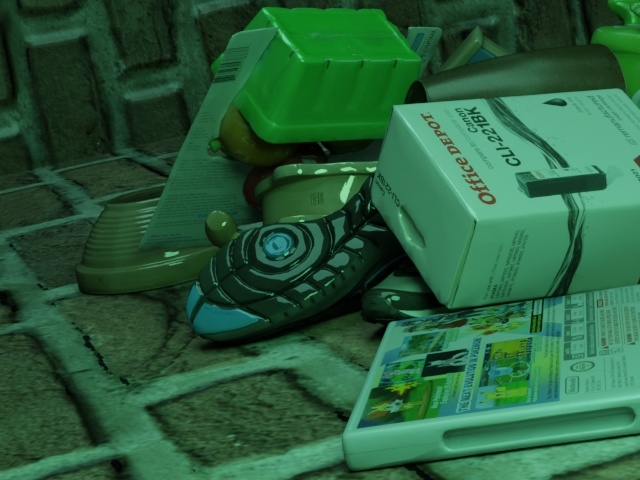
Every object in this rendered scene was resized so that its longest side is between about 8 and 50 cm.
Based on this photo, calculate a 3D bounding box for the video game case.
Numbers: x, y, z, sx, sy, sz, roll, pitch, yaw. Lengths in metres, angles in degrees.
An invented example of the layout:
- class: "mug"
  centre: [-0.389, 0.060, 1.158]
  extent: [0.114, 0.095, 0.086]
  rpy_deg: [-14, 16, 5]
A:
- class: "video game case"
  centre: [0.187, 0.105, 1.368]
  extent: [0.300, 0.036, 0.329]
  rpy_deg: [-9, 11, 11]

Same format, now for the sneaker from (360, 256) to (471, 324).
- class: "sneaker"
  centre: [0.129, 0.020, 1.679]
  extent: [0.100, 0.108, 0.271]
  rpy_deg: [0, 17, 40]

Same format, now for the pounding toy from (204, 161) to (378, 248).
- class: "pounding toy"
  centre: [0.000, 0.000, 1.930]
  extent: [0.270, 0.154, 0.154]
  rpy_deg: [-3, -16, -3]

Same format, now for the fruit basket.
- class: "fruit basket"
  centre: [-0.042, -0.133, 2.046]
  extent: [0.327, 0.165, 0.353]
  rpy_deg: [-6, -37, -36]

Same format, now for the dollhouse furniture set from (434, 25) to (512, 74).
- class: "dollhouse furniture set"
  centre: [0.223, -0.098, 2.294]
  extent: [0.286, 0.198, 0.303]
  rpy_deg: [-49, 17, 33]

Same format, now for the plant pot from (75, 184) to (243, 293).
- class: "plant pot"
  centre: [-0.219, -0.011, 2.194]
  extent: [0.237, 0.109, 0.237]
  rpy_deg: [-10, 10, 2]

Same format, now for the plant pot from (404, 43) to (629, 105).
- class: "plant pot"
  centre: [0.223, -0.135, 1.966]
  extent: [0.230, 0.215, 0.215]
  rpy_deg: [1, 7, -15]

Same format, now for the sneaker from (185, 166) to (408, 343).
- class: "sneaker"
  centre: [0.019, 0.032, 1.765]
  extent: [0.341, 0.139, 0.125]
  rpy_deg: [-27, 56, -10]

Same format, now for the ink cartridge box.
- class: "ink cartridge box"
  centre: [0.214, -0.046, 1.606]
  extent: [0.273, 0.114, 0.197]
  rpy_deg: [-7, 40, -23]

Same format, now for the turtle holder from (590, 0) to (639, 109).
- class: "turtle holder"
  centre: [0.493, -0.184, 2.039]
  extent: [0.320, 0.227, 0.243]
  rpy_deg: [-2, 9, -20]
